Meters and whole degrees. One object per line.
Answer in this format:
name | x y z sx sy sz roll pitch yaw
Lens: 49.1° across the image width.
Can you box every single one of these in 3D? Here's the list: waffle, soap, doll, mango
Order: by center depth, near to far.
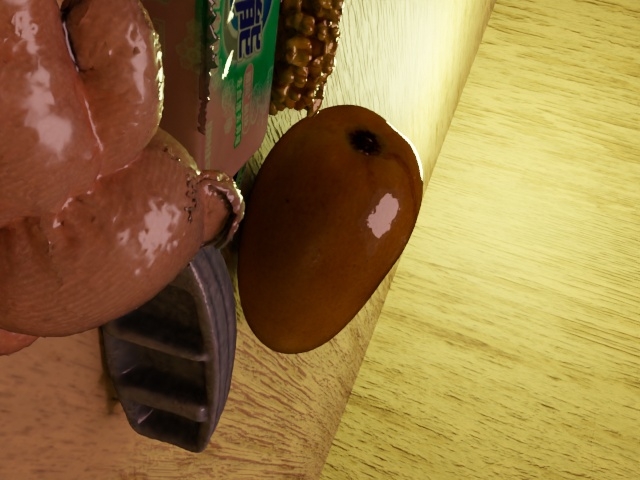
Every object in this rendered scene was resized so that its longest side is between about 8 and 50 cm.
doll | -0.180 -0.079 0.399 0.201 0.156 0.303 -27 130 -9
soap | -0.100 -0.176 0.594 0.218 0.098 0.273 -64 168 -52
waffle | -0.019 -0.232 0.732 0.197 0.070 0.193 126 -35 -71
mango | 0.000 0.000 0.967 0.264 0.221 0.378 -52 165 -62

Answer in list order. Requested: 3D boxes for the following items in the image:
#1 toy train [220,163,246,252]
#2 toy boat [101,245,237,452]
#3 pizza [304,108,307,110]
toy train | -0.128 -0.026 0.784 0.042 0.044 0.209 -12 119 -75
toy boat | -0.146 0.088 0.687 0.078 0.127 0.282 -54 156 -52
pizza | -0.014 -0.211 1.047 0.083 0.016 0.037 -20 120 -71
